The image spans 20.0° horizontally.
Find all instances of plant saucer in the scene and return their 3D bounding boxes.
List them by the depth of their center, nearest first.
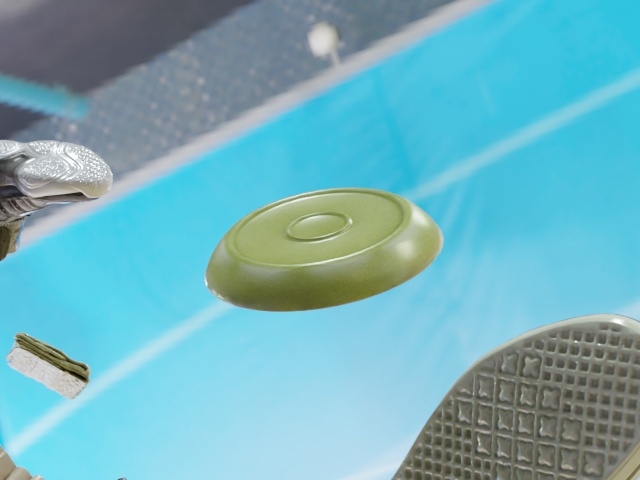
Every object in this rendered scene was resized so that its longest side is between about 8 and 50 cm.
[{"bbox_3d":[0.000,0.000,1.793,0.241,0.037,0.241,-9,23,4],"label":"plant saucer"}]

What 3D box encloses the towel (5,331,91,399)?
[{"bbox_3d":[-0.338,0.156,2.258,0.110,0.027,0.148,30,-21,-4],"label":"towel"}]

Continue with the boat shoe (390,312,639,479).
[{"bbox_3d":[0.186,0.232,1.714,0.156,0.186,0.500,-4,-36,-38],"label":"boat shoe"}]

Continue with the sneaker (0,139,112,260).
[{"bbox_3d":[-0.401,-0.051,2.463,0.269,0.101,0.153,5,-54,15],"label":"sneaker"}]

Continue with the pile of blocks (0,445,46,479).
[{"bbox_3d":[-0.223,0.299,1.563,0.112,0.362,0.149,-46,-27,-36],"label":"pile of blocks"}]

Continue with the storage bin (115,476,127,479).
[{"bbox_3d":[-0.193,0.314,1.891,0.098,0.091,0.135,-43,-17,-13],"label":"storage bin"}]
